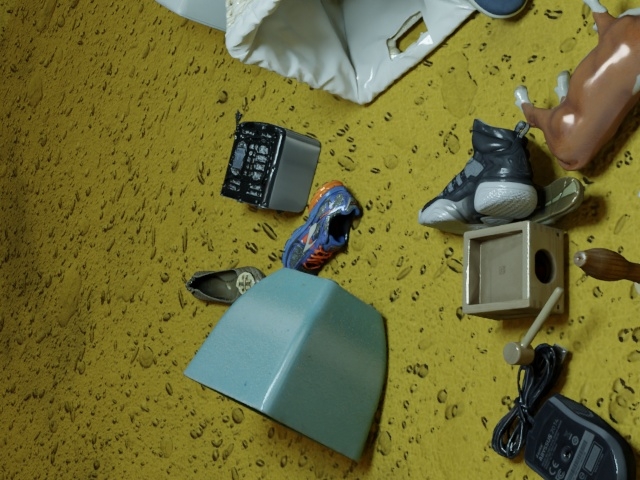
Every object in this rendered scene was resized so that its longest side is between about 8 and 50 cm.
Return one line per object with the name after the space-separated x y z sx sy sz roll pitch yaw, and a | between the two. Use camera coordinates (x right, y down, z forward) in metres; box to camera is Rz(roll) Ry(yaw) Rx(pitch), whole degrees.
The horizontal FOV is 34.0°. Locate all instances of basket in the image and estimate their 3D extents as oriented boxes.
0.037 -0.462 1.816 0.328 0.331 0.266 -38 51 38 | basket

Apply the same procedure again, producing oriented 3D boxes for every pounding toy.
0.305 0.083 1.528 0.181 0.094 0.206 -12 71 49 | pounding toy

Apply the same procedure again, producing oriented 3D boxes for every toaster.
-0.102 -0.151 2.065 0.168 0.110 0.185 16 92 50 | toaster

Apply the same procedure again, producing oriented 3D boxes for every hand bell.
0.398 0.039 1.313 0.126 0.242 0.126 -18 66 47 | hand bell

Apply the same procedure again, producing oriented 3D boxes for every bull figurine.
0.413 -0.249 1.490 0.310 0.101 0.188 -54 41 22 | bull figurine

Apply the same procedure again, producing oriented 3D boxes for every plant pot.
-0.030 0.194 1.797 0.248 0.247 0.252 14 72 51 | plant pot

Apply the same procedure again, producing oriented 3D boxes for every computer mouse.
0.354 0.279 1.444 0.188 0.072 0.272 -67 28 15 | computer mouse

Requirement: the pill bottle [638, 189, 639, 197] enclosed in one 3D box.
0.495 -0.142 1.342 0.124 0.124 0.221 32 105 49 | pill bottle

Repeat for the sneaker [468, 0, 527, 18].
0.255 -0.518 1.620 0.148 0.131 0.350 -143 34 -78 | sneaker

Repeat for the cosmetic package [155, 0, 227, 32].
-0.148 -0.622 2.082 0.329 0.327 0.393 38 110 48 | cosmetic package

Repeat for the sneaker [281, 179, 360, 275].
0.000 0.000 1.930 0.087 0.083 0.221 41 115 39 | sneaker

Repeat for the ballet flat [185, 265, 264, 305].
-0.202 0.092 2.159 0.250 0.058 0.084 0 81 50 | ballet flat

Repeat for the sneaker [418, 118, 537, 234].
0.247 -0.100 1.629 0.268 0.101 0.153 -20 59 63 | sneaker

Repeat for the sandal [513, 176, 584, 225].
0.341 -0.053 1.552 0.180 0.049 0.072 163 118 -66 | sandal
